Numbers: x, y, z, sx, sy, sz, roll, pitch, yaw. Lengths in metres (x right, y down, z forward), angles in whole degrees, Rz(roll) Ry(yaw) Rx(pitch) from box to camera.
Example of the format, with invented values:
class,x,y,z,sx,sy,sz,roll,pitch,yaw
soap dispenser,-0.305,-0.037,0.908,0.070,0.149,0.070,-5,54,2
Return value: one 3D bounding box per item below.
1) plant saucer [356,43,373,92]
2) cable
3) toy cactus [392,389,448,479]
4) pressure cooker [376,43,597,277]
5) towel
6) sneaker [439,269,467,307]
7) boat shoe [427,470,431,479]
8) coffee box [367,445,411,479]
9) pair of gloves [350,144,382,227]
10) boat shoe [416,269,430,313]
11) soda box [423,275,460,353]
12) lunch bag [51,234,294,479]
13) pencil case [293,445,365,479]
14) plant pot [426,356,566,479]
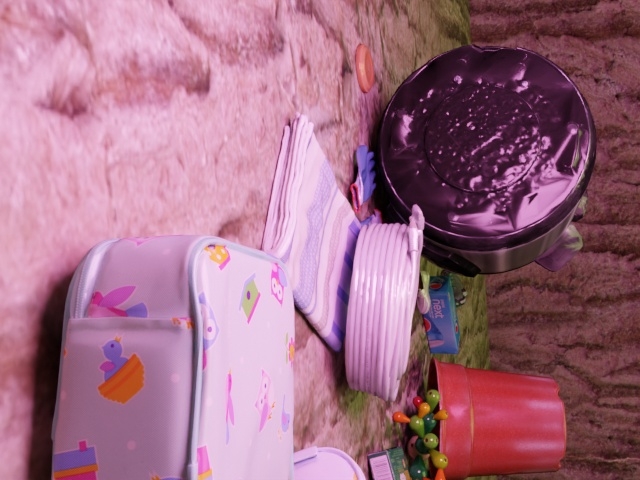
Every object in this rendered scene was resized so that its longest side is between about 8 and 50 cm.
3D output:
class,x,y,z,sx,sy,sz,roll,pitch,yaw
plant saucer,0.079,-0.299,1.192,0.083,0.013,0.084,-2,90,-71
cable,0.092,0.102,1.008,0.257,0.089,0.257,77,23,-64
toy cactus,0.191,0.407,1.347,0.180,0.112,0.219,91,1,-69
pressure cooker,0.312,-0.121,1.289,0.420,0.375,0.370,37,51,-73
towel,0.000,0.000,0.895,0.285,0.034,0.209,60,34,-54
sneaker,0.340,0.131,1.852,0.098,0.083,0.223,66,15,1
boat shoe,0.266,0.588,1.537,0.223,0.080,0.074,-32,113,-74
coffee box,0.131,0.442,1.143,0.113,0.040,0.184,32,41,-67
pair of gloves,0.075,-0.055,1.140,0.159,0.023,0.198,-60,144,-60
boat shoe,0.228,0.117,1.562,0.035,0.035,0.100,9,82,-43
soda box,0.292,0.184,1.673,0.067,0.071,0.210,-70,151,-47
lunch bag,-0.090,0.141,0.496,0.224,0.107,0.279,25,66,-75
pencil case,0.025,0.356,0.802,0.124,0.113,0.273,-87,164,-47
plant pot,0.377,0.396,1.501,0.272,0.264,0.273,1,90,-87
